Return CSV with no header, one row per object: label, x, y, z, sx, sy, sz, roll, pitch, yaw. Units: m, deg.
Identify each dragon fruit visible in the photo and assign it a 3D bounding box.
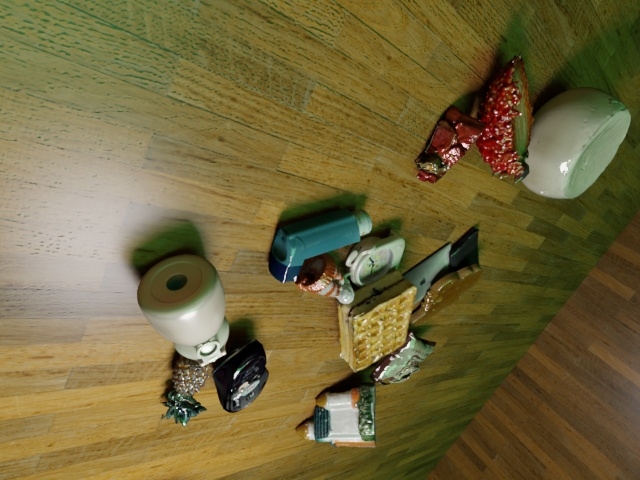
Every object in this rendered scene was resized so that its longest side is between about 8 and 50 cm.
dragon fruit,0.303,-0.237,1.059,0.092,0.122,0.192,33,106,-9

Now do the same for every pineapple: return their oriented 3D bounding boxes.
pineapple,-0.306,0.338,0.988,0.103,0.083,0.222,-2,124,-43

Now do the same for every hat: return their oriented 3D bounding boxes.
hat,0.023,0.107,1.051,0.112,0.093,0.162,-49,132,1

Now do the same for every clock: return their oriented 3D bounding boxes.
clock,0.135,0.055,1.141,0.190,0.062,0.152,-13,132,-32

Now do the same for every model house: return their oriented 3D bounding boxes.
model house,0.058,0.632,1.507,0.300,0.190,0.272,-6,147,5

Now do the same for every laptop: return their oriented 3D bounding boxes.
laptop,0.340,0.137,1.418,0.269,0.015,0.188,-32,138,-15

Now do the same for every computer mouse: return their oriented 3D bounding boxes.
computer mouse,-0.202,0.330,1.050,0.137,0.096,0.234,-35,146,-41

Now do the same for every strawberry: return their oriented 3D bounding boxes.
strawberry,0.456,-0.320,1.062,0.234,0.137,0.307,-58,135,-37

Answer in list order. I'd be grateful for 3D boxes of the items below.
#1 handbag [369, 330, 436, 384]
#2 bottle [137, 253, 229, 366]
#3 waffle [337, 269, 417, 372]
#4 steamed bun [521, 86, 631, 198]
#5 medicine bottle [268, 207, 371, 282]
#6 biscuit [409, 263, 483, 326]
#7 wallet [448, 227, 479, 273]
handbag,0.309,0.438,1.555,0.235,0.127,0.213,-51,141,9
bottle,-0.252,0.153,0.837,0.147,0.147,0.237,-27,141,-20
waffle,0.156,0.242,1.217,0.212,0.091,0.308,-24,139,-18
steamed bun,0.722,-0.287,1.242,0.324,0.206,0.325,-25,138,-24
medicine bottle,0.000,0.000,0.969,0.258,0.079,0.124,-20,128,-28
biscuit,0.431,0.194,1.483,0.183,0.047,0.320,15,122,-40
wallet,0.519,0.083,1.506,0.146,0.030,0.285,-42,139,-12
